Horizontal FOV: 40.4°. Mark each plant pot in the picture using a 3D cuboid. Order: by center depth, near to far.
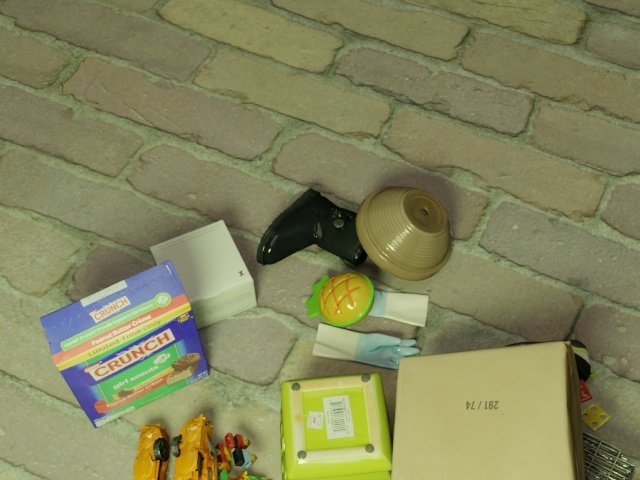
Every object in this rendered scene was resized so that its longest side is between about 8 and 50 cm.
[{"bbox_3d":[0.031,0.380,1.668,0.227,0.207,0.228,-5,55,-1],"label":"plant pot"},{"bbox_3d":[0.207,-0.037,1.950,0.237,0.110,0.237,14,56,-21],"label":"plant pot"}]

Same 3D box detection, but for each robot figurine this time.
[{"bbox_3d":[-0.282,0.486,1.659,0.211,0.085,0.291,-12,54,17],"label":"robot figurine"}]

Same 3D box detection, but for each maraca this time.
[{"bbox_3d":[0.040,0.125,1.882,0.185,0.099,0.127,2,60,45],"label":"maraca"}]

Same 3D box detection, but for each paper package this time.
[{"bbox_3d":[0.308,0.361,1.583,0.324,0.168,0.310,-9,49,21],"label":"paper package"}]

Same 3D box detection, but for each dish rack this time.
[{"bbox_3d":[0.446,0.482,1.603,0.208,0.074,0.272,24,69,25],"label":"dish rack"}]

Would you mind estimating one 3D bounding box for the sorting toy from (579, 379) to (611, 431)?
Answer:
[{"bbox_3d":[0.428,0.355,1.722,0.274,0.046,0.132,-19,46,5],"label":"sorting toy"}]

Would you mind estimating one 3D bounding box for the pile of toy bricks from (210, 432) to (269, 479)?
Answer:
[{"bbox_3d":[-0.140,0.478,1.682,0.105,0.118,0.212,18,35,-34],"label":"pile of toy bricks"}]

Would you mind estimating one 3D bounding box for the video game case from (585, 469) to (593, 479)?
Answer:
[{"bbox_3d":[0.435,0.474,1.675,0.173,0.022,0.190,-21,51,3],"label":"video game case"}]

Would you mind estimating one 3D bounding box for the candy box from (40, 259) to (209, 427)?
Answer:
[{"bbox_3d":[-0.375,0.212,1.723,0.268,0.317,0.122,-24,59,-14],"label":"candy box"}]

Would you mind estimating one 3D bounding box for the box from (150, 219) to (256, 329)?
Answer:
[{"bbox_3d":[-0.259,0.081,1.929,0.180,0.119,0.182,-21,58,-13],"label":"box"}]

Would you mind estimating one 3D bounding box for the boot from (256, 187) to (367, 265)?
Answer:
[{"bbox_3d":[0.000,0.000,1.992,0.207,0.094,0.246,27,55,23],"label":"boot"}]

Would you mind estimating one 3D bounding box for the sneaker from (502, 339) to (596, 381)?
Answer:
[{"bbox_3d":[0.458,0.266,1.808,0.234,0.084,0.097,-7,57,-3],"label":"sneaker"}]

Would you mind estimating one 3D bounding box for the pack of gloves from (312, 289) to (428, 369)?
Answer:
[{"bbox_3d":[0.113,0.176,1.901,0.232,0.046,0.195,9,57,7],"label":"pack of gloves"}]
